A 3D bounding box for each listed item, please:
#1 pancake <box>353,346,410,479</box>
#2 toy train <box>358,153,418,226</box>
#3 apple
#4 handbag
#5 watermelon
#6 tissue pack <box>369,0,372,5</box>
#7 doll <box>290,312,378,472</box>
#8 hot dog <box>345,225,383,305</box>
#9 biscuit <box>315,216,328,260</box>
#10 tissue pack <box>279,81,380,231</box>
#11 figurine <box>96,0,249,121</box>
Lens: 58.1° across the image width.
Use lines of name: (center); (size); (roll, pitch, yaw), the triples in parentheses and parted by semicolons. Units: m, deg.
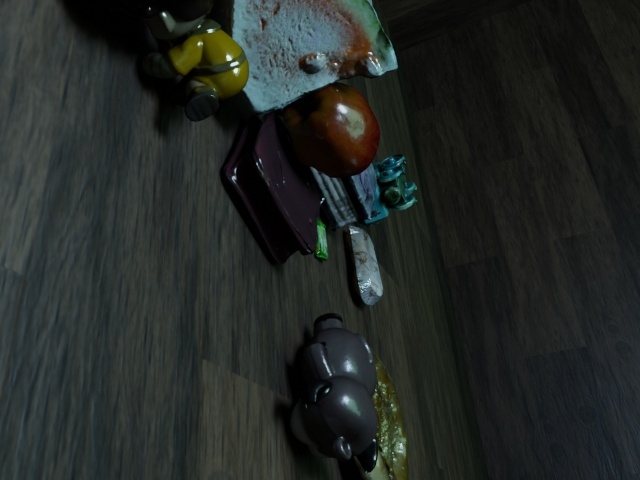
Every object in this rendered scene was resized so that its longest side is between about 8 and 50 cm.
pancake: (0.106, 0.351, 1.086); (0.356, 0.065, 0.356); (-16, 90, -75)
toy train: (0.155, -0.132, 1.472); (0.203, 0.163, 0.112); (-70, 138, -62)
apple: (0.020, -0.188, 0.960); (0.158, 0.147, 0.156); (29, 67, -64)
handbag: (-0.070, -0.093, 0.943); (0.216, 0.074, 0.203); (-84, 151, -53)
watermelon: (-0.057, -0.293, 0.832); (0.289, 0.320, 0.213); (47, 61, -73)
tissue pack: (-0.006, -0.668, 1.415); (0.356, 0.194, 0.266); (54, 26, -46)
doll: (0.024, 0.223, 0.874); (0.182, 0.117, 0.257); (51, 25, -27)
hot dog: (0.097, 0.057, 1.316); (0.108, 0.059, 0.191); (45, 33, -52)
biscuit: (0.000, 0.000, 1.148); (0.046, 0.016, 0.089); (43, 35, -54)
tissue pack: (0.015, -0.234, 1.240); (0.361, 0.122, 0.259); (63, 20, -24)
figurine: (-0.168, -0.288, 0.683); (0.192, 0.167, 0.256); (-102, 166, -48)
